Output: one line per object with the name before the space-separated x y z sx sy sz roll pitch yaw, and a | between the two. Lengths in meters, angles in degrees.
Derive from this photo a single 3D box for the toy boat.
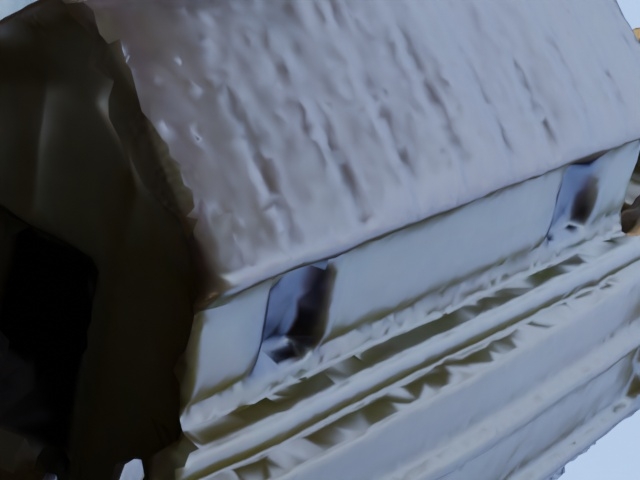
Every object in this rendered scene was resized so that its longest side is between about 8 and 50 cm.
toy boat | 0.000 0.000 0.436 0.136 0.445 0.162 25 -66 30

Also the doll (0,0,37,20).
doll | -0.133 -0.107 0.532 0.155 0.113 0.275 40 -101 6
